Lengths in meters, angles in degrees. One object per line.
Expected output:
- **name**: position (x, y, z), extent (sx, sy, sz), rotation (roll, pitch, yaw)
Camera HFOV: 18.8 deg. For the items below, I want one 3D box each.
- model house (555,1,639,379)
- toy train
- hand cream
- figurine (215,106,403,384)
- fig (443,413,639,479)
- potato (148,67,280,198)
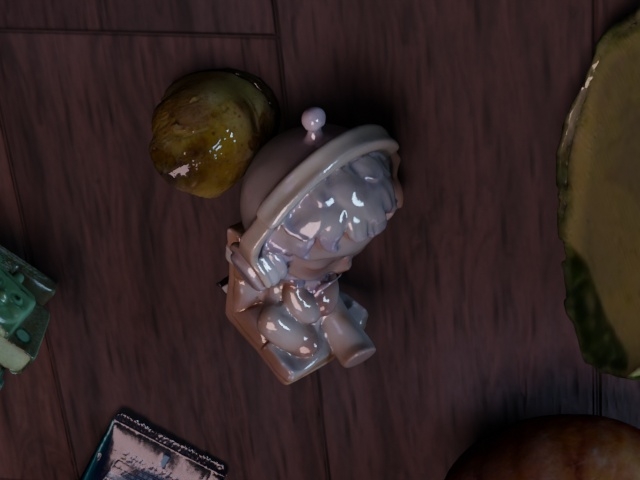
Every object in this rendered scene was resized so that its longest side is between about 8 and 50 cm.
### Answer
- **model house**: position (0.357, -0.045, 1.403), extent (0.266, 0.261, 0.321), rotation (7, 149, -21)
- **toy train**: position (-0.371, 0.120, 1.726), extent (0.129, 0.159, 0.326), rotation (37, 122, -16)
- **hand cream**: position (-0.202, 0.282, 1.863), extent (0.120, 0.061, 0.270), rotation (29, 122, -9)
- **figurine**: position (-0.002, -0.003, 1.544), extent (0.141, 0.162, 0.237), rotation (42, 138, 24)
- **fig**: position (0.210, 0.262, 1.654), extent (0.235, 0.214, 0.235), rotation (13, 152, 7)
- **potato**: position (-0.082, -0.084, 1.537), extent (0.096, 0.103, 0.066), rotation (39, 128, -16)
